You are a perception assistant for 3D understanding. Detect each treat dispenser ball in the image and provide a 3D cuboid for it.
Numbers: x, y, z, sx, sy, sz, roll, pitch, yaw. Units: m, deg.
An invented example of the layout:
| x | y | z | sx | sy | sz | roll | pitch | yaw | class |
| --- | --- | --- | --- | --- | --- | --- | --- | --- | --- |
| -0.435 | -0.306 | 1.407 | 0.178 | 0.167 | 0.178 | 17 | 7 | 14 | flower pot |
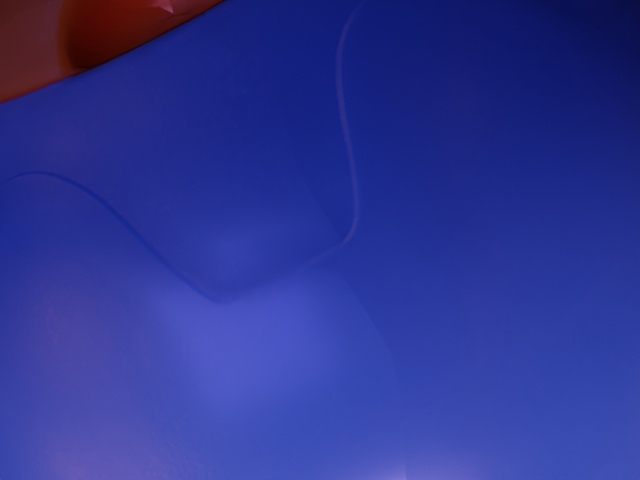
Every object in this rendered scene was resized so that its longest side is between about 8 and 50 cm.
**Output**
| x | y | z | sx | sy | sz | roll | pitch | yaw | class |
| --- | --- | --- | --- | --- | --- | --- | --- | --- | --- |
| 0.000 | 0.000 | 0.568 | 0.288 | 0.288 | 0.288 | 6 | 110 | 16 | treat dispenser ball |
